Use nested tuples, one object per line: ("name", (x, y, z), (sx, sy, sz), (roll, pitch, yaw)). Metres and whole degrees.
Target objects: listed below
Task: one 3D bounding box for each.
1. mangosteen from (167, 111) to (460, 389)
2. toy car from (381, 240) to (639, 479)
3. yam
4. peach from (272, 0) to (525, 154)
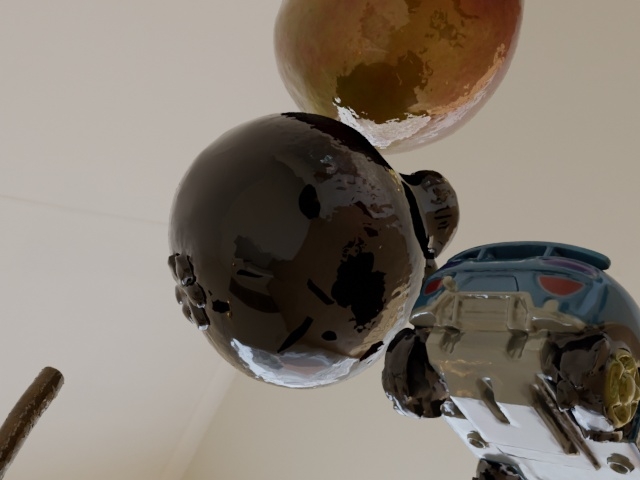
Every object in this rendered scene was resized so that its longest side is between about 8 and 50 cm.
("mangosteen", (-0.004, 0.006, 0.856), (0.313, 0.297, 0.297), (-11, -39, 3))
("toy car", (0.203, 0.130, 0.663), (0.314, 0.198, 0.166), (51, -123, -28))
("yam", (-0.302, 0.187, 0.810), (0.145, 0.032, 0.032), (-70, -12, -49))
("peach", (0.101, -0.260, 1.007), (0.308, 0.308, 0.332), (-21, -6, -42))
